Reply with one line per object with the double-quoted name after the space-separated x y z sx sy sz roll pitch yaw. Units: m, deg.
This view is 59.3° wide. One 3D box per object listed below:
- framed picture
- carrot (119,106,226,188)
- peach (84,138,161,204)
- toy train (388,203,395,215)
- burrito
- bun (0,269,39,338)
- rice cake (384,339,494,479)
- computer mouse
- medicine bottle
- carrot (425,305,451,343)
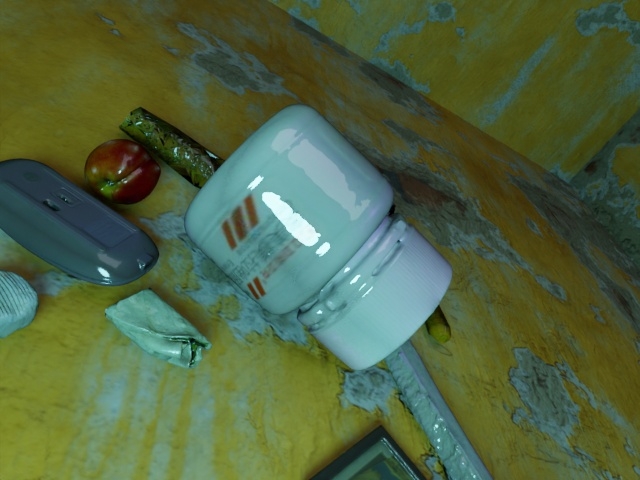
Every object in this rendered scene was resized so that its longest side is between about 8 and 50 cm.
0.067 0.303 0.657 0.128 0.023 0.168 48 30 21 "framed picture"
-0.233 -0.147 0.961 0.229 0.069 0.069 34 29 -2 "carrot"
-0.284 -0.101 0.807 0.101 0.100 0.100 27 30 -17 "peach"
0.057 -0.073 1.089 0.228 0.136 0.091 33 29 -1 "toy train"
-0.186 0.106 0.653 0.118 0.044 0.074 40 31 10 "burrito"
-0.327 0.065 0.561 0.083 0.045 0.083 24 33 -17 "bun"
0.169 0.255 0.813 0.055 0.049 0.270 27 25 -45 "rice cake"
-0.312 -0.021 0.693 0.232 0.057 0.120 34 28 1 "computer mouse"
0.000 0.000 0.798 0.325 0.256 0.256 45 28 -5 "medicine bottle"
0.205 0.123 1.057 0.042 0.042 0.170 22 31 -24 "carrot"
